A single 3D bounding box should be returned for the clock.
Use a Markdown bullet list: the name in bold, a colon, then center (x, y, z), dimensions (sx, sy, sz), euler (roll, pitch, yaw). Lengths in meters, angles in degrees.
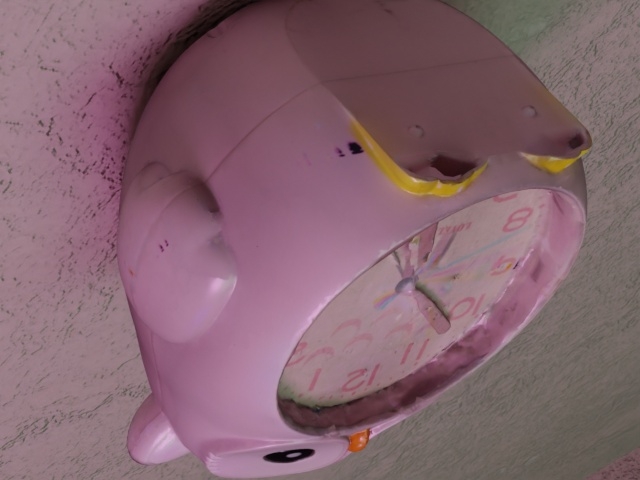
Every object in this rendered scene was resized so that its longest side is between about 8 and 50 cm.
- **clock**: center (0.000, 0.000, 1.155), dimensions (0.368, 0.250, 0.376), euler (-13, 143, -37)
